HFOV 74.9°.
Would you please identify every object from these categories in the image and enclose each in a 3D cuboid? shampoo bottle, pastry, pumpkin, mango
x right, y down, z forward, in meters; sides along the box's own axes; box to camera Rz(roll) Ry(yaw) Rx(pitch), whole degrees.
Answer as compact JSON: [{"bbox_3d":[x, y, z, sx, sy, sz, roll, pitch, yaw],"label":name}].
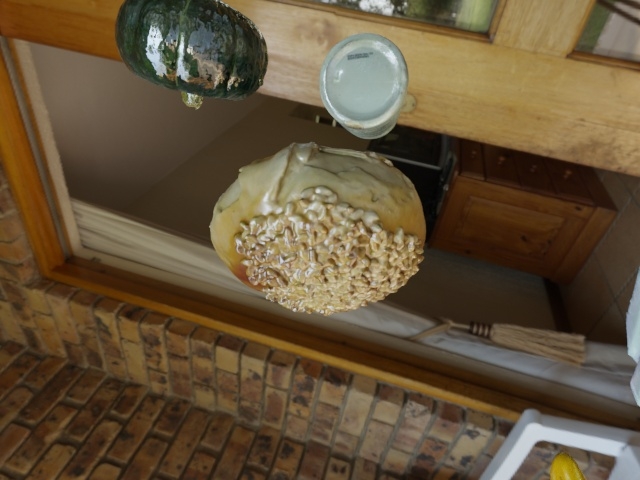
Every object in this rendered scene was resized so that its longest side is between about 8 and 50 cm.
[{"bbox_3d":[0.058,-0.170,0.510,0.262,0.085,0.085,-50,-26,-77],"label":"shampoo bottle"},{"bbox_3d":[0.000,0.000,0.793,0.409,0.409,0.245,92,175,-58],"label":"pastry"},{"bbox_3d":[-0.179,-0.270,0.596,0.152,0.211,0.211,-63,-3,23],"label":"pumpkin"},{"bbox_3d":[0.384,0.372,0.640,0.060,0.046,0.089,135,133,-64],"label":"mango"}]

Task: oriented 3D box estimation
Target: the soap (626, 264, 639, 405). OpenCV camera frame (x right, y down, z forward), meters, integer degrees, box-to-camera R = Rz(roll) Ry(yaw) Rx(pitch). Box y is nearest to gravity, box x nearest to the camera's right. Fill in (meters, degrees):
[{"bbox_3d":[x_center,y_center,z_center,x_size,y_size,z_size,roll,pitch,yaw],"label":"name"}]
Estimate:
[{"bbox_3d":[0.524,0.152,0.535,0.446,0.156,0.261,57,-147,-42],"label":"soap"}]
